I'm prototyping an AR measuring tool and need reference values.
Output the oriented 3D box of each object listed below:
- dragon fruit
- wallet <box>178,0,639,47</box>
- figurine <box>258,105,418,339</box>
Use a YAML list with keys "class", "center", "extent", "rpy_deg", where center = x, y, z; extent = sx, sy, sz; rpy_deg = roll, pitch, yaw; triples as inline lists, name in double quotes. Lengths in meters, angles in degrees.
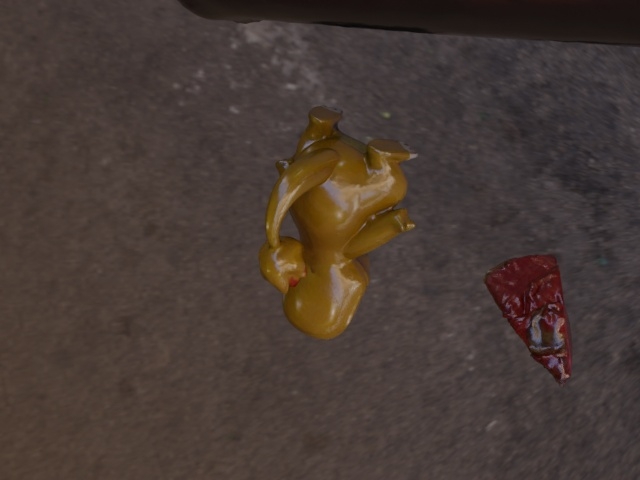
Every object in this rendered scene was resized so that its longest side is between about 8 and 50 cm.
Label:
- class: "dragon fruit"
  center: [0.195, 0.063, 1.166]
  extent: [0.063, 0.131, 0.097]
  rpy_deg: [-40, 102, 11]
- class: "wallet"
  center: [0.059, -0.158, 0.508]
  extent: [0.406, 0.228, 0.062]
  rpy_deg: [10, 60, 36]
- class: "figurine"
  center: [-0.002, 0.003, 0.987]
  extent: [0.121, 0.122, 0.176]
  rpy_deg: [26, 131, 27]
